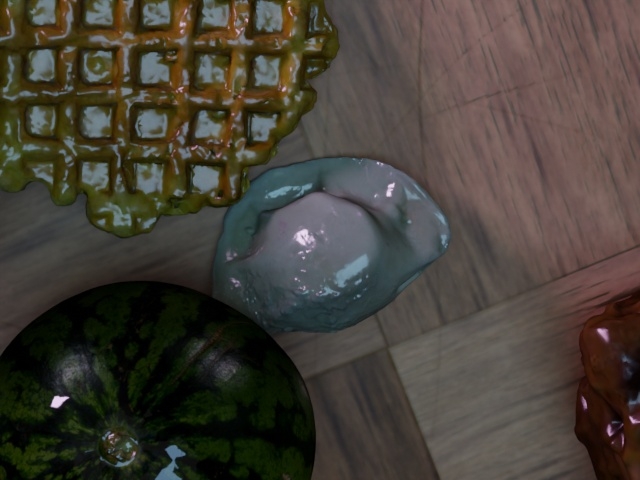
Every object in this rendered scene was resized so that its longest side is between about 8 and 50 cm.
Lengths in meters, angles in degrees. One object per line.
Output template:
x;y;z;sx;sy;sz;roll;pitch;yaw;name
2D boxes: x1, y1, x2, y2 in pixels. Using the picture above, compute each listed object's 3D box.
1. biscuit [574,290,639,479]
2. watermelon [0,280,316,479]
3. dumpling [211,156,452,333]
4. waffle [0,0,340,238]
0.416;0.205;1.230;0.343;0.166;0.395;-17;91;-10;biscuit
-0.143;0.172;1.149;0.285;0.285;0.285;-1;101;-4;watermelon
0.004;0.007;1.224;0.219;0.108;0.152;-25;102;-2;dumpling
-0.154;-0.155;1.186;0.325;0.068;0.302;-43;108;4;waffle
